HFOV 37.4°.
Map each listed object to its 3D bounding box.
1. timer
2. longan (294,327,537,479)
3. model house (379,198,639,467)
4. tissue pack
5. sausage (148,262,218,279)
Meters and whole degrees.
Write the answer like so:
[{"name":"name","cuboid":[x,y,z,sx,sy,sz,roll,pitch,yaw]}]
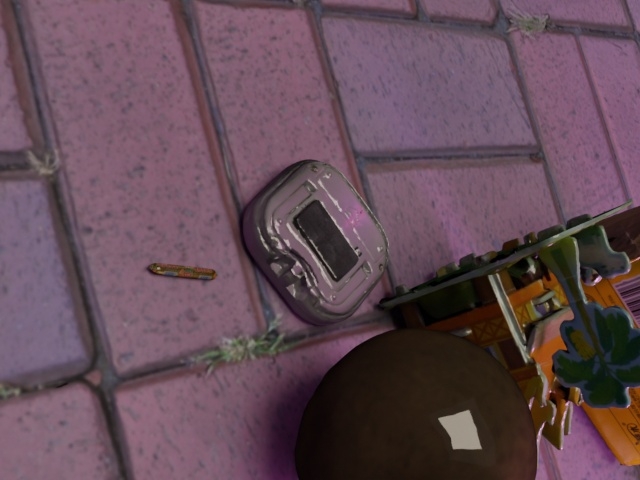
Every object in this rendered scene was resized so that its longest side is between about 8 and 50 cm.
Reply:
[{"name":"timer","cuboid":[0.000,0.000,1.298,0.208,0.069,0.191,53,50,-14]},{"name":"longan","cuboid":[0.115,0.249,1.155,0.297,0.297,0.297,17,63,-36]},{"name":"model house","cuboid":[0.318,0.142,1.321,0.242,0.357,0.313,-23,88,-46]},{"name":"tissue pack","cuboid":[0.545,0.154,1.562,0.382,0.293,0.228,56,46,-9]},{"name":"sausage","cuboid":[-0.168,0.039,1.170,0.100,0.015,0.015,9,68,-39]}]
